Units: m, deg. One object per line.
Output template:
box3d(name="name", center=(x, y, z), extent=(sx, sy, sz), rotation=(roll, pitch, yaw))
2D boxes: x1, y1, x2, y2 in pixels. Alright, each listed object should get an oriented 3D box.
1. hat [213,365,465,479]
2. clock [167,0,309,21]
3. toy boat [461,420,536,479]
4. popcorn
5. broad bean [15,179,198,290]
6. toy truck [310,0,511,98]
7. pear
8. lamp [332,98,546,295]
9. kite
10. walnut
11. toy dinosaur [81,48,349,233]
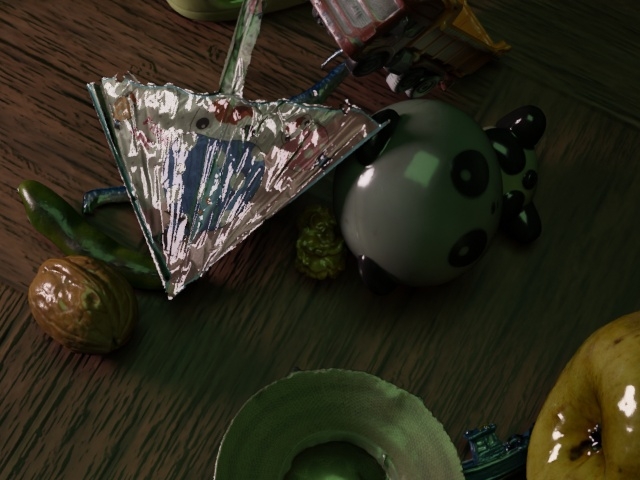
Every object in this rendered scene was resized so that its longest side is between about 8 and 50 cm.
box3d(name="hat", center=(0.012, 0.257, 1.513), extent=(0.252, 0.110, 0.252), rotation=(4, 64, -8))
box3d(name="clock", center=(-0.037, -0.418, 1.763), extent=(0.348, 0.117, 0.286), rotation=(-12, 71, -3))
box3d(name="toy boat", center=(0.170, 0.219, 1.557), extent=(0.137, 0.060, 0.060), rotation=(-25, 91, -4))
box3d(name="popcorn", center=(0.000, 0.000, 1.628), extent=(0.057, 0.083, 0.082), rotation=(-2, 47, 3))
box3d(name="broad bean", center=(-0.233, 0.003, 1.641), extent=(0.227, 0.039, 0.069), rotation=(23, 91, 6))
box3d(name="toy truck", center=(0.099, -0.236, 1.636), extent=(0.135, 0.270, 0.114), rotation=(-38, 71, 19))
box3d(name="pear", center=(0.362, 0.207, 1.456), extent=(0.304, 0.304, 0.303), rotation=(0, 69, -1))
box3d(name="lamp", center=(0.127, -0.054, 1.593), extent=(0.244, 0.197, 0.197), rotation=(-14, 67, -35))
box3d(name="kite", center=(-0.103, -0.114, 1.595), extent=(0.406, 0.014, 0.368), rotation=(11, 82, 34))
box3d(name="walnut", center=(-0.249, 0.066, 1.587), extent=(0.124, 0.105, 0.105), rotation=(39, 73, 22))
box3d(name="toy dinosaur", center=(-0.082, -0.090, 1.662), extent=(0.363, 0.076, 0.147), rotation=(-33, 61, -7))
